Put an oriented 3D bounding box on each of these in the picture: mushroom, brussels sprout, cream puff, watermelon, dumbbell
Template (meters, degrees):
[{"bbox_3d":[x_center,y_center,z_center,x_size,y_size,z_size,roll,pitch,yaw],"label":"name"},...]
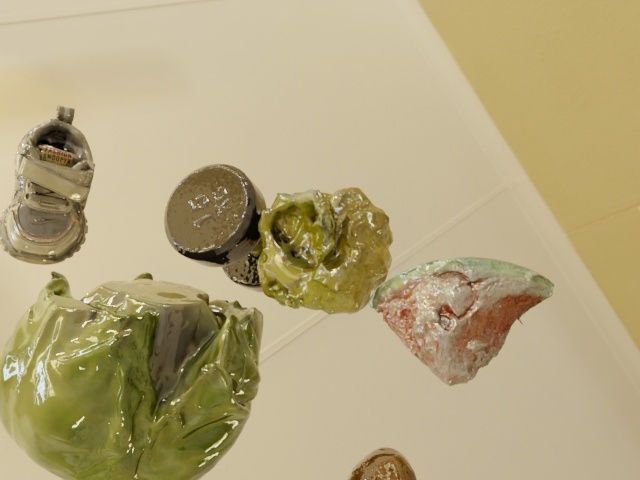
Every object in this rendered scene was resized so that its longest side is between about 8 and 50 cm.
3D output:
[{"bbox_3d":[0.061,0.245,0.407,0.087,0.127,0.127,1,-112,-5],"label":"mushroom"},{"bbox_3d":[-0.328,0.262,0.863,0.424,0.342,0.362,11,-86,-8],"label":"brussels sprout"},{"bbox_3d":[0.000,0.002,0.855,0.281,0.185,0.282,-8,-132,9],"label":"cream puff"},{"bbox_3d":[0.136,0.071,0.473,0.071,0.186,0.139,57,-149,-46],"label":"watermelon"},{"bbox_3d":[-0.176,-0.013,1.056,0.322,0.203,0.204,49,-141,-66],"label":"dumbbell"}]

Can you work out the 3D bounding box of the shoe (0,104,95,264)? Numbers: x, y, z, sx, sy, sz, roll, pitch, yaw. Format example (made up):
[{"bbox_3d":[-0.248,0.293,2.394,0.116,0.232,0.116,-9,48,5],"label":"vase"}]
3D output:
[{"bbox_3d":[-0.293,-0.064,0.528,0.089,0.092,0.180,13,-130,-34],"label":"shoe"}]
